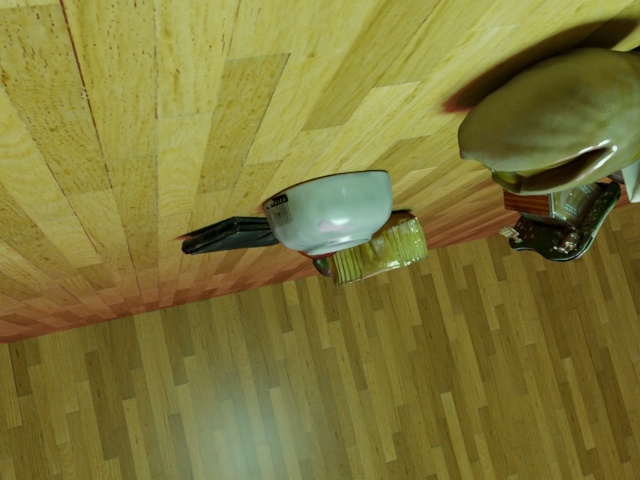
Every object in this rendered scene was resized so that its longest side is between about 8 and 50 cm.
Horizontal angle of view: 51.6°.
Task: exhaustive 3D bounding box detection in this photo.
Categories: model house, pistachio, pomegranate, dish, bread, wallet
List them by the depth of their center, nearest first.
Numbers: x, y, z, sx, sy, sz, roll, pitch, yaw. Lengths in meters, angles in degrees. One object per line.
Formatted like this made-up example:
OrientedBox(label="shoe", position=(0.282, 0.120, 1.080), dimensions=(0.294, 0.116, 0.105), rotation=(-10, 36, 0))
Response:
OrientedBox(label="pistachio", position=(0.298, -0.155, 0.837), dimensions=(0.166, 0.197, 0.288), rotation=(39, 160, -23))
OrientedBox(label="dish", position=(0.023, -0.043, 1.285), dimensions=(0.256, 0.117, 0.256), rotation=(-14, 173, -2))
OrientedBox(label="model house", position=(0.493, -0.086, 1.489), dimensions=(0.154, 0.207, 0.294), rotation=(34, 178, -16))
OrientedBox(label="wallet", position=(-0.155, -0.010, 1.504), dimensions=(0.168, 0.044, 0.317), rotation=(-19, 172, 29))
OrientedBox(label="bread", position=(0.148, 0.015, 1.860), dimensions=(0.287, 0.156, 0.204), rotation=(-18, 180, 16))
OrientedBox(label="pomegranate", position=(0.039, 0.050, 2.123), dimensions=(0.114, 0.115, 0.142), rotation=(-8, 147, -40))

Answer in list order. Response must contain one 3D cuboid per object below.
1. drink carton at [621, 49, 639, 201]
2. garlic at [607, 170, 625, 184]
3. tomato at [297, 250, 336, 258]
OrientedBox(label="drink carton", position=(0.550, -0.174, 0.941), dimensions=(0.324, 0.194, 0.132), rotation=(-9, 173, -33))
OrientedBox(label="garlic", position=(0.682, -0.176, 1.318), dimensions=(0.244, 0.161, 0.245), rotation=(-12, 173, -2))
OrientedBox(label="tomato", position=(0.000, 0.000, 1.689), dimensions=(0.138, 0.091, 0.159), rotation=(-9, 170, -39))
